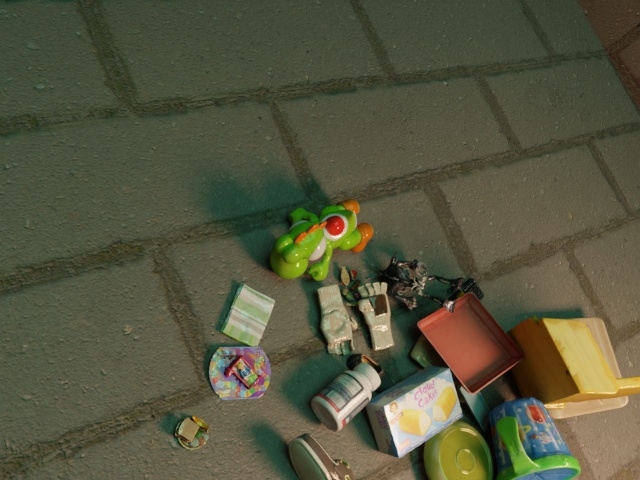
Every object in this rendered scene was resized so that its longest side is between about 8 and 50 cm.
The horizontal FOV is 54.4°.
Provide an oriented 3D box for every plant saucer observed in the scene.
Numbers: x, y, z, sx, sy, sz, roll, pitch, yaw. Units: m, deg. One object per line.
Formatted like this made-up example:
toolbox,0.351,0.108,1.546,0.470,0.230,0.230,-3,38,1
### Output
plant saucer,0.466,0.489,1.876,0.067,0.018,0.192,-48,119,-35
plant saucer,0.403,0.625,1.763,0.241,0.037,0.241,12,60,-22
plant saucer,0.447,0.311,1.883,0.258,0.047,0.259,-23,65,-33

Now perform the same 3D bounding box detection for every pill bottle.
pill bottle,0.073,0.413,1.666,0.180,0.108,0.108,-35,87,-30

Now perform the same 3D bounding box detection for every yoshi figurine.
yoshi figurine,-0.020,0.007,1.802,0.362,0.204,0.203,-22,121,-49

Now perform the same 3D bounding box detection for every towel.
towel,-0.192,0.203,1.674,0.113,0.023,0.152,29,57,-14

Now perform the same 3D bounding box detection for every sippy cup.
sippy cup,0.605,0.593,1.824,0.240,0.305,0.224,-5,52,-6

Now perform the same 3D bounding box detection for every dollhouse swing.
dollhouse swing,0.789,0.356,1.884,0.305,0.347,0.315,-18,70,-12

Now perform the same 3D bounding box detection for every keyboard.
keyboard,0.465,0.186,2.051,0.180,0.023,0.108,-35,87,-37

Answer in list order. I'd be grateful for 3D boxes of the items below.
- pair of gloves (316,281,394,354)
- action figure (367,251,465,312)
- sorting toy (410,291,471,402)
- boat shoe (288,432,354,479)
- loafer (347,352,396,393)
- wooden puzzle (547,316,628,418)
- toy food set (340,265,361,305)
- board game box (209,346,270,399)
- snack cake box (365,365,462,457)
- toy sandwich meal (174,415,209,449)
pair of gloves,0.106,0.223,1.803,0.240,0.042,0.204,-1,78,-27
action figure,0.289,0.137,1.902,0.276,0.141,0.164,16,84,23
sorting toy,0.426,0.322,1.951,0.229,0.041,0.307,42,57,-6
boat shoe,0.039,0.614,1.565,0.097,0.116,0.324,-35,92,-40
loafer,0.156,0.381,1.764,0.170,0.061,0.062,36,54,-11
wooden puzzle,0.863,0.431,2.135,0.348,0.080,0.322,-1,68,-25
toy food set,0.093,0.140,1.864,0.078,0.019,0.122,8,65,-26
board game box,-0.199,0.337,1.594,0.169,0.033,0.133,4,72,-27
snack cake box,0.265,0.474,1.746,0.264,0.089,0.152,-20,96,-34
toy sandwich meal,-0.305,0.459,1.490,0.086,0.029,0.085,12,63,-24
